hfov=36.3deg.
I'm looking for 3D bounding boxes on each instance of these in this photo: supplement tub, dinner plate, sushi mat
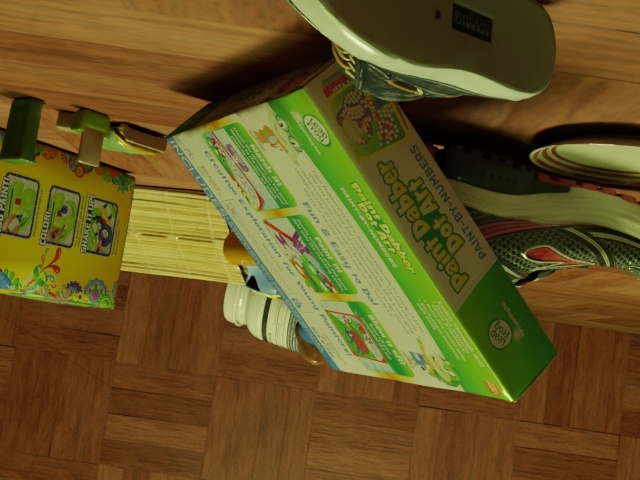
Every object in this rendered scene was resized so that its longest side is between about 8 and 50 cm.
[{"bbox_3d":[-0.016,0.109,1.753,0.272,0.191,0.191,19,176,12],"label":"supplement tub"},{"bbox_3d":[0.231,-0.062,0.742,0.141,0.017,0.141,8,173,1],"label":"dinner plate"},{"bbox_3d":[-0.260,-0.015,1.395,0.316,0.151,0.019,6,-142,21],"label":"sushi mat"}]

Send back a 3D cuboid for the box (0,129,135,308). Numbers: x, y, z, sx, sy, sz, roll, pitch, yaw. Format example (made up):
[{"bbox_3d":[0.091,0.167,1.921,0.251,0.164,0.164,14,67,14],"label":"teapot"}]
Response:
[{"bbox_3d":[-0.435,-0.030,1.191,0.290,0.177,0.279,6,174,29],"label":"box"}]

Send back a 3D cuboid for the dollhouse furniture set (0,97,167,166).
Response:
[{"bbox_3d":[-0.223,-0.087,0.931,0.076,0.059,0.151,4,172,40],"label":"dollhouse furniture set"}]

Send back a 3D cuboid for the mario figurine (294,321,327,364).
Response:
[{"bbox_3d":[0.079,0.108,1.454,0.170,0.198,0.320,20,151,-12],"label":"mario figurine"}]

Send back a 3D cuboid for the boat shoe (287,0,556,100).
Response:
[{"bbox_3d":[0.026,-0.098,0.444,0.083,0.065,0.183,1,171,43],"label":"boat shoe"}]

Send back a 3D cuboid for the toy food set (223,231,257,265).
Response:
[{"bbox_3d":[0.000,0.000,1.185,0.104,0.111,0.232,4,170,37],"label":"toy food set"}]

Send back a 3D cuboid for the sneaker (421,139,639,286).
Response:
[{"bbox_3d":[0.175,-0.003,0.830,0.299,0.112,0.121,12,-177,-19],"label":"sneaker"}]

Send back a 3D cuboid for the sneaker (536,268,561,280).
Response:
[{"bbox_3d":[0.199,0.045,1.137,0.282,0.153,0.099,5,174,30],"label":"sneaker"}]

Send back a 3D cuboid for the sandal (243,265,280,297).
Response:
[{"bbox_3d":[-0.130,0.009,1.444,0.317,0.126,0.138,4,169,22],"label":"sandal"}]

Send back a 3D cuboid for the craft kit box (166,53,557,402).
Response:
[{"bbox_3d":[0.016,-0.004,0.710,0.250,0.061,0.246,55,159,-16],"label":"craft kit box"}]
